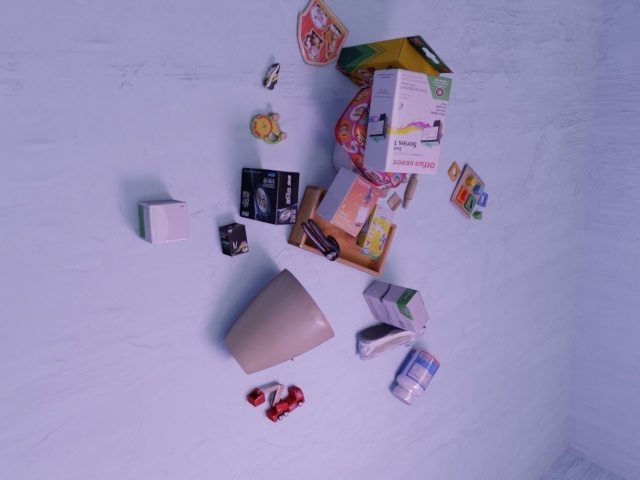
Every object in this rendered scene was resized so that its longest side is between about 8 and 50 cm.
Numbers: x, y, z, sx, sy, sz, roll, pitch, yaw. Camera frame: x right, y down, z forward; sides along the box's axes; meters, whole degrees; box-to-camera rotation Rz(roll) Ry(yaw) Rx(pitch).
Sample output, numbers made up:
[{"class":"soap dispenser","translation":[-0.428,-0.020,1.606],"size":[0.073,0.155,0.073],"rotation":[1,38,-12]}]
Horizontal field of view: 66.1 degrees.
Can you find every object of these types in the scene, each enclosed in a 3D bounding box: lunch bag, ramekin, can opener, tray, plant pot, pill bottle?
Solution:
[{"class":"lunch bag","translation":[0.199,-0.338,1.550],"size":[0.293,0.120,0.258],"rotation":[45,69,-37]},{"class":"ramekin","translation":[0.137,-0.281,1.662],"size":[0.207,0.109,0.207],"rotation":[-10,106,-39]},{"class":"can opener","translation":[0.000,0.000,1.554],"size":[0.059,0.073,0.186],"rotation":[-35,126,16]},{"class":"tray","translation":[0.087,-0.023,1.700],"size":[0.411,0.076,0.203],"rotation":[22,85,-41]},{"class":"plant pot","translation":[-0.141,0.268,1.475],"size":[0.274,0.256,0.256],"rotation":[-36,122,-12]},{"class":"pill bottle","translation":[0.397,0.573,2.065],"size":[0.221,0.124,0.124],"rotation":[-51,127,-20]}]

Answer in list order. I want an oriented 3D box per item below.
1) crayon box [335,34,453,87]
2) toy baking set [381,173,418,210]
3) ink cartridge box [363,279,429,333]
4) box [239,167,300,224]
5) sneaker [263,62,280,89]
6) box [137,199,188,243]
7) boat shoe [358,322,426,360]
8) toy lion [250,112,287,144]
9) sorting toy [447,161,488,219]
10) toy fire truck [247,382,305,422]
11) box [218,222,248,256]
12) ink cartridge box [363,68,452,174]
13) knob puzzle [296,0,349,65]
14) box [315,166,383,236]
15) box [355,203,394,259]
[{"class":"crayon box","translation":[0.228,-0.537,1.544],"size":[0.202,0.318,0.081],"rotation":[25,83,-41]},{"class":"toy baking set","translation":[0.306,-0.242,1.869],"size":[0.196,0.030,0.256],"rotation":[28,81,-41]},{"class":"ink cartridge box","translation":[0.282,0.244,1.838],"size":[0.087,0.208,0.153],"rotation":[-46,126,-28]},{"class":"box","translation":[-0.148,-0.128,1.400],"size":[0.077,0.180,0.147],"rotation":[-4,103,-42]},{"class":"sneaker","translation":[-0.139,-0.478,1.437],"size":[0.035,0.031,0.083],"rotation":[35,80,-54]},{"class":"box","translation":[-0.402,-0.050,1.258],"size":[0.102,0.087,0.101],"rotation":[-9,105,-40]},{"class":"boat shoe","translation":[0.282,0.386,1.936],"size":[0.320,0.118,0.103],"rotation":[-10,112,-35]},{"class":"toy lion","translation":[-0.157,-0.328,1.452],"size":[0.096,0.034,0.100],"rotation":[-35,121,-22]},{"class":"sorting toy","translation":[0.663,-0.213,2.175],"size":[0.347,0.047,0.196],"rotation":[32,78,-40]},{"class":"toy fire truck","translation":[-0.143,0.525,1.637],"size":[0.192,0.047,0.135],"rotation":[-25,114,-36]},{"class":"box","translation":[-0.251,-0.003,1.424],"size":[0.062,0.052,0.083],"rotation":[-18,110,-38]},{"class":"ink cartridge box","translation":[0.248,-0.335,1.417],"size":[0.201,0.117,0.278],"rotation":[-2,105,-30]},{"class":"knob puzzle","translation":[0.002,-0.630,1.522],"size":[0.213,0.030,0.213],"rotation":[-11,107,-39]},{"class":"box","translation":[0.090,-0.121,1.548],"size":[0.130,0.091,0.170],"rotation":[25,97,-41]},{"class":"box","translation":[0.188,-0.029,1.710],"size":[0.105,0.043,0.179],"rotation":[24,81,-42]}]
